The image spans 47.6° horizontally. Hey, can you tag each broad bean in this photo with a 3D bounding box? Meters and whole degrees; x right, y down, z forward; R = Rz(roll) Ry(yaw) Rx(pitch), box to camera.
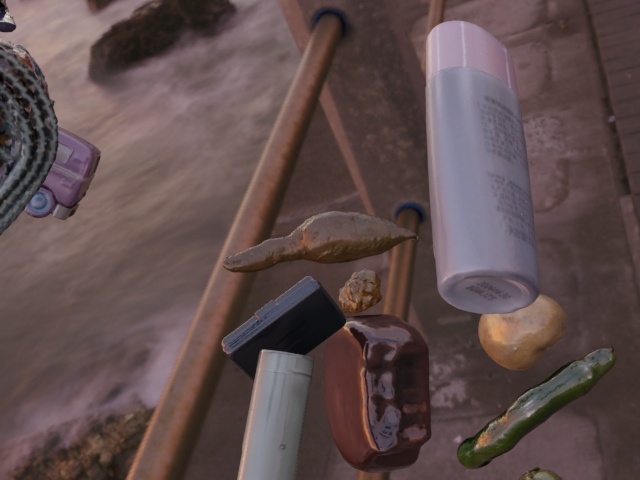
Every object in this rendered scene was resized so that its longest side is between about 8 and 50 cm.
[{"bbox_3d":[0.268,0.237,0.978,0.144,0.292,0.049,-24,69,-44],"label":"broad bean"}]

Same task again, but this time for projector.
[{"bbox_3d":[-0.087,0.370,1.296,0.108,0.108,0.338,-2,69,32],"label":"projector"}]

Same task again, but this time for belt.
[{"bbox_3d":[-0.381,-0.094,0.706,0.295,0.207,0.160,-40,32,-9],"label":"belt"}]

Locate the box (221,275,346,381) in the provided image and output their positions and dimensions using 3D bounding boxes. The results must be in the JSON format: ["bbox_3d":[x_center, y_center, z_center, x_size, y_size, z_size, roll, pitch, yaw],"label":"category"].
[{"bbox_3d":[-0.070,0.184,1.447,0.230,0.160,0.050,-37,46,-2],"label":"box"}]

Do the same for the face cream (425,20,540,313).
[{"bbox_3d":[0.104,-0.052,0.484,0.057,0.084,0.198,-27,48,39],"label":"face cream"}]

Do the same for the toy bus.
[{"bbox_3d":[-0.476,-0.133,1.186,0.142,0.202,0.142,-61,13,4],"label":"toy bus"}]

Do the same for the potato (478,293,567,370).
[{"bbox_3d":[0.285,0.129,1.041,0.112,0.112,0.147,-49,-1,-29],"label":"potato"}]

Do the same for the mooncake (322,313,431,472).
[{"bbox_3d":[0.127,0.309,1.544,0.174,0.334,0.326,0,55,-23],"label":"mooncake"}]

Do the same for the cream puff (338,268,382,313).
[{"bbox_3d":[0.099,0.124,1.790,0.122,0.094,0.116,-23,1,-10],"label":"cream puff"}]

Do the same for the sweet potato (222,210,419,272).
[{"bbox_3d":[-0.002,-0.001,0.998,0.269,0.075,0.075,-10,36,7],"label":"sweet potato"}]

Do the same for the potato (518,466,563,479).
[{"bbox_3d":[0.373,0.522,1.276,0.113,0.149,0.251,10,57,28],"label":"potato"}]
